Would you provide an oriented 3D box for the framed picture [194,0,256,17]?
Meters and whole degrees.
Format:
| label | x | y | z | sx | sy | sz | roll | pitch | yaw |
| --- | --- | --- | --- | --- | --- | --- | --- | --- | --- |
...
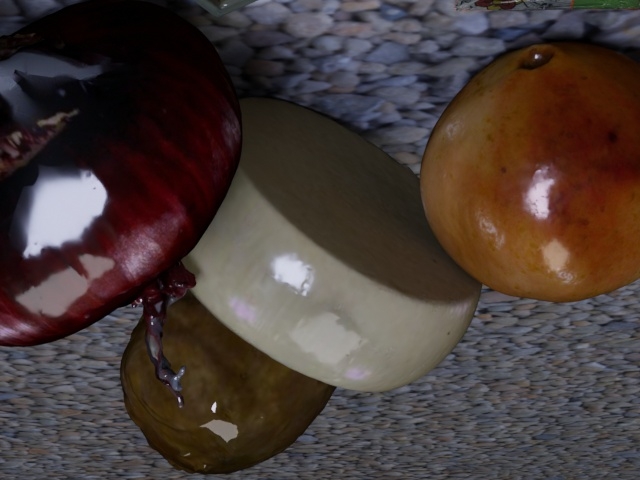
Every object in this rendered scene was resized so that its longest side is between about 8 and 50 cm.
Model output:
| label | x | y | z | sx | sy | sz | roll | pitch | yaw |
| --- | --- | --- | --- | --- | --- | --- | --- | --- | --- |
| framed picture | -0.045 | -0.211 | 0.935 | 0.184 | 0.016 | 0.250 | -20 | 159 | 21 |

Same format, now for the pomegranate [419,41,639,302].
| label | x | y | z | sx | sy | sz | roll | pitch | yaw |
| --- | --- | --- | --- | --- | --- | --- | --- | --- | --- |
| pomegranate | 0.185 | -0.052 | 1.208 | 0.209 | 0.209 | 0.209 | -1 | 161 | -1 |

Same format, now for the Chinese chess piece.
| label | x | y | z | sx | sy | sz | roll | pitch | yaw |
| --- | --- | --- | --- | --- | --- | --- | --- | --- | --- |
| Chinese chess piece | 0.000 | 0.000 | 1.254 | 0.273 | 0.273 | 0.102 | 15 | 122 | -40 |

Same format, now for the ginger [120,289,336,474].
| label | x | y | z | sx | sy | sz | roll | pitch | yaw |
| --- | --- | --- | --- | --- | --- | --- | --- | --- | --- |
| ginger | -0.082 | 0.143 | 1.732 | 0.269 | 0.223 | 0.200 | -1 | 158 | 5 |

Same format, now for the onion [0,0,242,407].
| label | x | y | z | sx | sy | sz | roll | pitch | yaw |
| --- | --- | --- | --- | --- | --- | --- | --- | --- | --- |
| onion | -0.162 | -0.028 | 1.108 | 0.273 | 0.273 | 0.285 | -16 | 123 | 37 |

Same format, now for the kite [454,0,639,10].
| label | x | y | z | sx | sy | sz | roll | pitch | yaw |
| --- | --- | --- | --- | --- | --- | --- | --- | --- | --- |
| kite | 0.187 | -0.196 | 1.077 | 0.244 | 0.006 | 0.198 | -16 | 156 | 36 |
